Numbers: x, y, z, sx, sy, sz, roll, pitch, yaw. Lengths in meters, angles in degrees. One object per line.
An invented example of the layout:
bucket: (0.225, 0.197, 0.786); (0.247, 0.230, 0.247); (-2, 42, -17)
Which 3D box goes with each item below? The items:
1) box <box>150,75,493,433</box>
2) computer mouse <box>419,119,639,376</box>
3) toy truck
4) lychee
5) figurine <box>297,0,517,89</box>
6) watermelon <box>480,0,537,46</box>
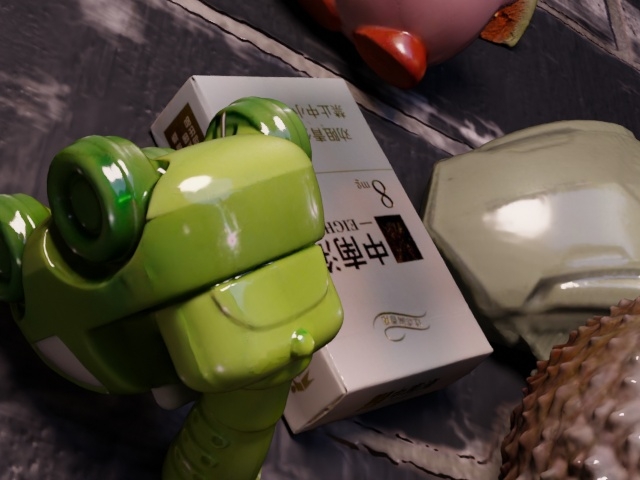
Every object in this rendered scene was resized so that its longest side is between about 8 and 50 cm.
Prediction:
box: (0.000, 0.000, 0.751); (0.155, 0.067, 0.243); (-7, 63, -43)
computer mouse: (0.268, 0.006, 0.928); (0.429, 0.145, 0.228); (10, 50, -37)
toy truck: (-0.067, 0.030, 0.569); (0.148, 0.187, 0.210); (-21, 74, -43)
lychee: (0.261, 0.152, 0.704); (0.300, 0.300, 0.300); (24, 45, -26)
figurine: (0.079, -0.233, 0.931); (0.173, 0.173, 0.173); (24, 45, -26)
watermelon: (0.150, -0.259, 1.113); (0.135, 0.125, 0.094); (30, 67, 23)
